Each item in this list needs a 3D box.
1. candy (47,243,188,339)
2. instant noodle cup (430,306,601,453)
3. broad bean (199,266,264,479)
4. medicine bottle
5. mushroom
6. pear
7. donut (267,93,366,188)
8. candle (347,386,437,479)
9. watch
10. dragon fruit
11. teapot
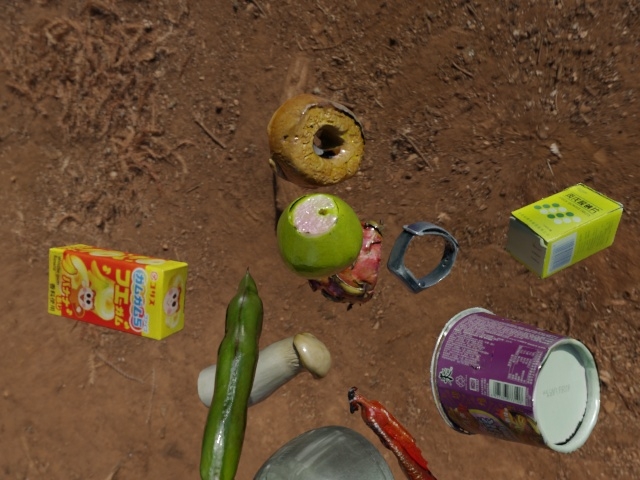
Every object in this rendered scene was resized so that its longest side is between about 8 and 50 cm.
[{"bbox_3d":[-0.406,0.097,0.897,0.276,0.088,0.146,10,98,16],"label":"candy"},{"bbox_3d":[0.481,0.338,1.086,0.266,0.339,0.340,-7,99,59],"label":"instant noodle cup"},{"bbox_3d":[-0.084,0.119,0.455,0.043,0.297,0.060,5,123,-5],"label":"broad bean"},{"bbox_3d":[0.635,-0.027,1.179,0.137,0.250,0.141,-127,20,-51],"label":"medicine bottle"},{"bbox_3d":[-0.122,0.287,0.987,0.328,0.159,0.122,-27,86,22],"label":"mushroom"},{"bbox_3d":[0.000,0.000,0.964,0.187,0.220,0.188,-5,57,8],"label":"pear"},{"bbox_3d":[-0.011,-0.299,1.377,0.150,0.317,0.299,22,135,49],"label":"donut"},{"bbox_3d":[0.141,0.388,0.881,0.059,0.084,0.302,-35,112,9],"label":"candle"},{"bbox_3d":[0.276,0.039,1.215,0.193,0.206,0.068,-49,36,-3],"label":"watch"},{"bbox_3d":[0.043,0.067,1.471,0.262,0.296,0.314,11,84,-8],"label":"dragon fruit"},{"bbox_3d":[-0.024,0.207,0.348,0.149,0.108,0.111,-8,78,39],"label":"teapot"}]
